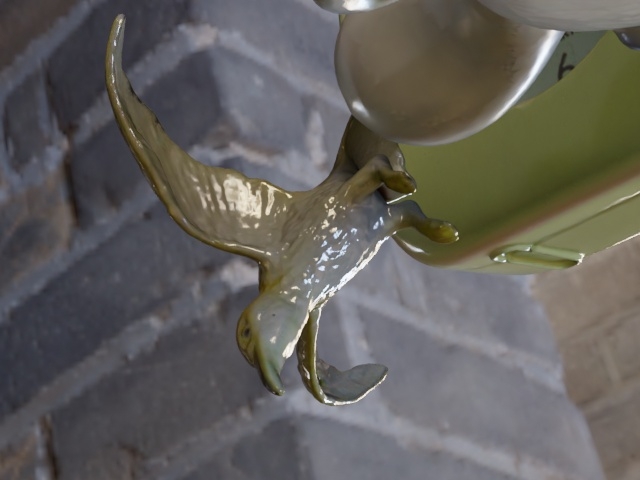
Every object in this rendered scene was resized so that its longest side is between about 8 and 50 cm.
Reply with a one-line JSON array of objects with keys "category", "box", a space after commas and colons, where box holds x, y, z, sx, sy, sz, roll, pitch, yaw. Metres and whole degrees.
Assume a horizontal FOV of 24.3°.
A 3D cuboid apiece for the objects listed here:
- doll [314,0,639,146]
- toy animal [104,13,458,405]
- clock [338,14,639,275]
[{"category": "doll", "box": [0.164, -0.148, 0.445, 0.366, 0.376, 0.187, -27, 102, -3]}, {"category": "toy animal", "box": [0.000, 0.000, 0.589, 0.095, 0.155, 0.219, -34, 115, 6]}, {"category": "clock", "box": [0.111, -0.152, 0.729, 0.096, 0.308, 0.235, 6, 155, -42]}]
